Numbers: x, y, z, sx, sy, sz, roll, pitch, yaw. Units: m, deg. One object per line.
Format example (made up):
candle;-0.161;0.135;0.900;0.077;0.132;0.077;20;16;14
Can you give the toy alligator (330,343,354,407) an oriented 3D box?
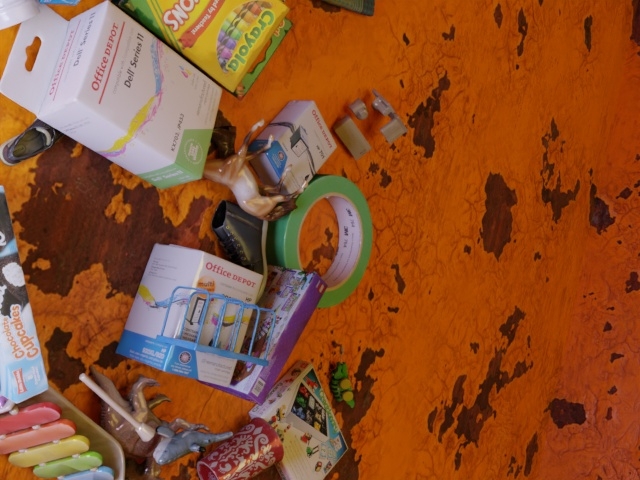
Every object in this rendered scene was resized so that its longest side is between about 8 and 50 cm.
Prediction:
toy alligator;0.049;0.357;1.870;0.051;0.056;0.190;-13;111;-4

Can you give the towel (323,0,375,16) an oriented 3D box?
towel;0.015;-0.695;1.677;0.370;0.040;0.272;-2;98;-50

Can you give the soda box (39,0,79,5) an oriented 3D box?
soda box;-0.432;-0.487;1.139;0.067;0.071;0.210;-14;86;-46

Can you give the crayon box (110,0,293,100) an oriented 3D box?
crayon box;-0.202;-0.428;1.357;0.318;0.081;0.202;33;92;-34

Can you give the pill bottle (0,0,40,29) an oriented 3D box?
pill bottle;-0.507;-0.418;1.089;0.108;0.107;0.180;-42;125;-36

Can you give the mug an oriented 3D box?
mug;-0.176;0.502;1.599;0.169;0.113;0.150;-26;113;-39

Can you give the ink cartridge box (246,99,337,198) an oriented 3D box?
ink cartridge box;-0.064;-0.207;1.632;0.191;0.082;0.140;-52;130;-27

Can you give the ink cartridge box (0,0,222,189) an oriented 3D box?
ink cartridge box;-0.348;-0.261;1.252;0.353;0.119;0.207;32;59;-45

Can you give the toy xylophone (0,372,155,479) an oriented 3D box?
toy xylophone;-0.437;0.329;1.216;0.323;0.236;0.081;48;29;-36

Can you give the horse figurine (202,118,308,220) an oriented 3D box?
horse figurine;-0.139;-0.129;1.506;0.174;0.066;0.263;-39;122;-6

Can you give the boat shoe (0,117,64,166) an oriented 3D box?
boat shoe;-0.469;-0.176;1.211;0.152;0.049;0.056;-51;129;-31

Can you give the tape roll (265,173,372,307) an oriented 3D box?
tape roll;0.000;0.000;1.739;0.321;0.077;0.322;-8;102;-47

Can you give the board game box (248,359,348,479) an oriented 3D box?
board game box;-0.047;0.473;1.777;0.193;0.053;0.305;-42;125;-35

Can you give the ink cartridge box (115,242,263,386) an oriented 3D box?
ink cartridge box;-0.253;0.143;1.410;0.171;0.168;0.233;27;75;-45

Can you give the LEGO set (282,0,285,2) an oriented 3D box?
LEGO set;-0.089;-0.512;1.518;0.287;0.132;0.107;-38;131;-11

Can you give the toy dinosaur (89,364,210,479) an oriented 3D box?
toy dinosaur;-0.357;0.376;1.375;0.200;0.127;0.296;-50;124;-21

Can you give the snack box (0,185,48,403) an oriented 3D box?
snack box;-0.516;0.072;1.096;0.060;0.187;0.322;-22;111;-44

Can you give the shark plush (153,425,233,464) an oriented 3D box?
shark plush;-0.240;0.392;1.347;0.161;0.067;0.073;10;88;-36

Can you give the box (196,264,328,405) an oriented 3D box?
box;-0.133;0.188;1.527;0.057;0.200;0.293;50;61;-39

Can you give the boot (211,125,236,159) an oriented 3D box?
boot;-0.214;-0.181;1.507;0.106;0.037;0.114;-12;109;-44

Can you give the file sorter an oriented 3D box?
file sorter;-0.181;0.153;1.282;0.170;0.118;0.105;23;75;-44

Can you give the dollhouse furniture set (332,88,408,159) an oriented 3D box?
dollhouse furniture set;0.109;-0.308;1.847;0.151;0.123;0.144;-38;130;5

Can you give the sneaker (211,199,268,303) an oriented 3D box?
sneaker;-0.181;0.028;1.535;0.118;0.083;0.222;17;66;-42
